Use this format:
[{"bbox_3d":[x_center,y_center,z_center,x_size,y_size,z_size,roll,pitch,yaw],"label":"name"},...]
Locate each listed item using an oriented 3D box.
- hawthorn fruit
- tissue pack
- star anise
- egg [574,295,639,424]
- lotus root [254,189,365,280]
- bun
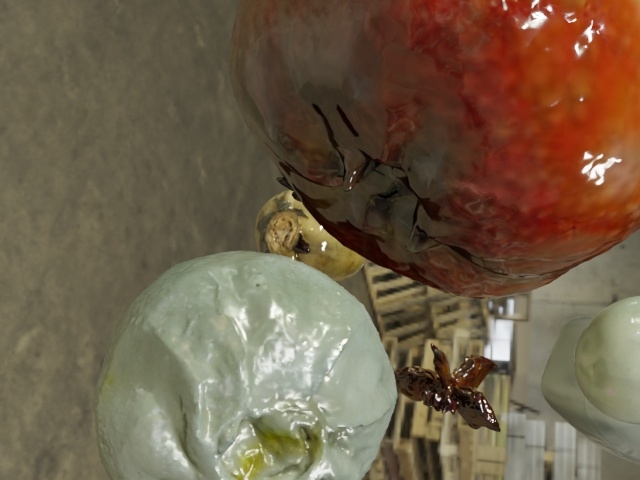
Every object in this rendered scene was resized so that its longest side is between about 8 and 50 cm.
[{"bbox_3d":[0.128,-0.133,0.528,0.369,0.285,0.284,-38,137,-25],"label":"hawthorn fruit"},{"bbox_3d":[0.603,0.295,1.547,0.333,0.236,0.229,37,74,-33],"label":"tissue pack"},{"bbox_3d":[0.169,0.167,1.083,0.140,0.158,0.144,-90,177,-65],"label":"star anise"},{"bbox_3d":[0.407,0.146,1.033,0.209,0.151,0.151,-19,111,-47],"label":"egg"},{"bbox_3d":[0.000,0.000,1.458,0.310,0.183,0.182,24,68,-66],"label":"lotus root"},{"bbox_3d":[-0.075,0.191,0.936,0.211,0.362,0.361,-155,-122,-61],"label":"bun"}]
